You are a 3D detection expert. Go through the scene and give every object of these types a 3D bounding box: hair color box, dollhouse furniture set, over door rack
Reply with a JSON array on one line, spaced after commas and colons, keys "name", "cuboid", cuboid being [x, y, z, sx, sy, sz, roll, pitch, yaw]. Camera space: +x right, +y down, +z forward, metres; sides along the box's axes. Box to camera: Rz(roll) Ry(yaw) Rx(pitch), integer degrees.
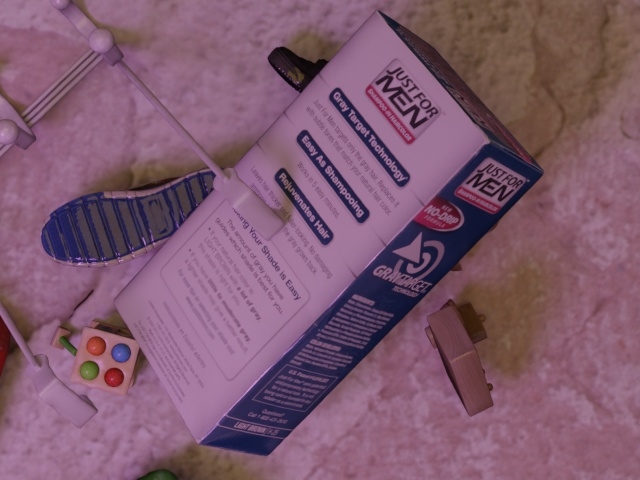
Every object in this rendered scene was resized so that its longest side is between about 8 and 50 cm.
[{"name": "hair color box", "cuboid": [0.000, 0.000, 1.248, 0.347, 0.105, 0.174, -47, 56, 16]}, {"name": "dollhouse furniture set", "cuboid": [0.144, 0.040, 1.311, 0.123, 0.144, 0.151, -26, 56, -1]}, {"name": "over door rack", "cuboid": [-0.217, -0.047, 1.248, 0.239, 0.108, 0.324, -44, 57, 1]}]

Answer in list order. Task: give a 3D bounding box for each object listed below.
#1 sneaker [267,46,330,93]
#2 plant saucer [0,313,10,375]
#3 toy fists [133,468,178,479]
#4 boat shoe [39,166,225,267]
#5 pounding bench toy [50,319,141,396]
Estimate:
[{"name": "sneaker", "cuboid": [0.042, -0.142, 1.349, 0.170, 0.051, 0.089, 38, 91, -7]}, {"name": "plant saucer", "cuboid": [-0.384, 0.171, 1.261, 0.047, 0.259, 0.258, 19, 92, 39]}, {"name": "toy fists", "cuboid": [-0.102, 0.334, 1.343, 0.142, 0.096, 0.279, -30, 94, 10]}, {"name": "boat shoe", "cuboid": [-0.159, -0.018, 1.338, 0.183, 0.066, 0.066, -13, 93, 0]}, {"name": "pounding bench toy", "cuboid": [-0.206, 0.102, 1.343, 0.083, 0.065, 0.052, 15, 92, -2]}]
